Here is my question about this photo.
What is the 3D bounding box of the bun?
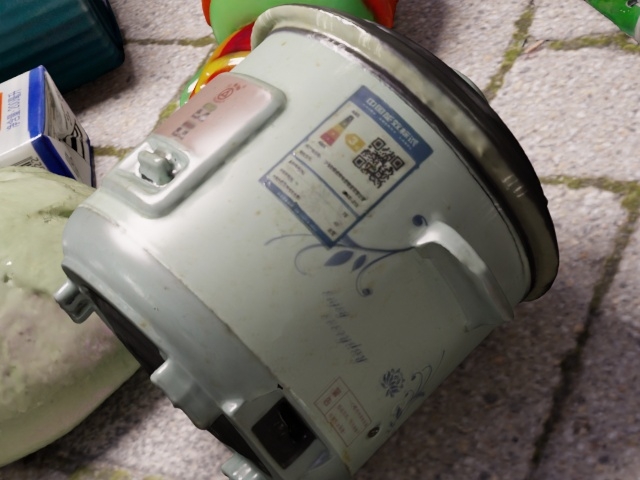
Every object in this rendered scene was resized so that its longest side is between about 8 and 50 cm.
[{"bbox_3d":[-0.272,0.037,0.940,0.283,0.179,0.283,-17,39,14],"label":"bun"}]

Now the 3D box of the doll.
[{"bbox_3d":[-0.016,-0.227,1.094,0.183,0.160,0.363,-8,43,31],"label":"doll"}]

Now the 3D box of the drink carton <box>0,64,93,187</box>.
[{"bbox_3d":[-0.375,-0.034,1.128,0.315,0.106,0.130,-23,39,6],"label":"drink carton"}]

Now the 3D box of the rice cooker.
[{"bbox_3d":[0.000,0.000,0.774,0.317,0.264,0.316,-25,32,17],"label":"rice cooker"}]

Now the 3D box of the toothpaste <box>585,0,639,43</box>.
[{"bbox_3d":[0.252,-0.226,1.043,0.078,0.047,0.248,-26,39,-2],"label":"toothpaste"}]

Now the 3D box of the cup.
[{"bbox_3d":[-0.372,-0.220,1.256,0.292,0.308,0.242,-25,73,1],"label":"cup"}]
